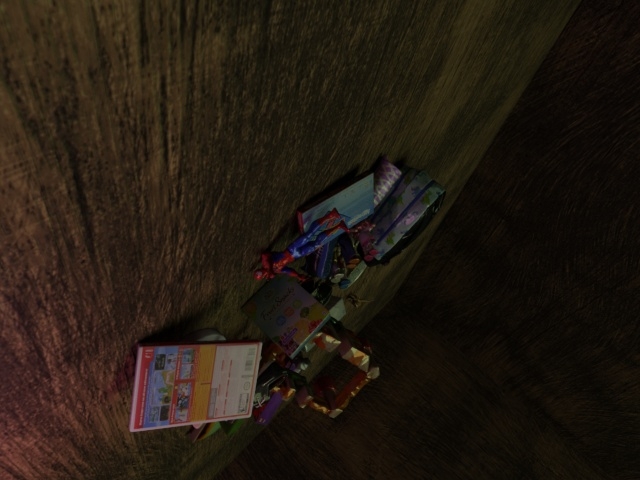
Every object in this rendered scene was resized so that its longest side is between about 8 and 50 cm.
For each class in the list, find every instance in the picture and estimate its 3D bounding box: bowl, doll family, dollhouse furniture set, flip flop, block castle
[{"bbox_3d":[0.121,0.117,1.879,0.170,0.080,0.170,-44,162,-18],"label":"bowl"},{"bbox_3d":[0.067,0.026,1.431,0.118,0.163,0.263,9,137,-32],"label":"doll family"},{"bbox_3d":[-0.354,0.703,1.740,0.197,0.151,0.302,-2,130,-54],"label":"dollhouse furniture set"},{"bbox_3d":[0.056,0.064,1.602,0.080,0.112,0.277,-9,145,-26],"label":"flip flop"},{"bbox_3d":[-0.038,0.406,1.574,0.453,0.213,0.303,34,103,-30],"label":"block castle"}]

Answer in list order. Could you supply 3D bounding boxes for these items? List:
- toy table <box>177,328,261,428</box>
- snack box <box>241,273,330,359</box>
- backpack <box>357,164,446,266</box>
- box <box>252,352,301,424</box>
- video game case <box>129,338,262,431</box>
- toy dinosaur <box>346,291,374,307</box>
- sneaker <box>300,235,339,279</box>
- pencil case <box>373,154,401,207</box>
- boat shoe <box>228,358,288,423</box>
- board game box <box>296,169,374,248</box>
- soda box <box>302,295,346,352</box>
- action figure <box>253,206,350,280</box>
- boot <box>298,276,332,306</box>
[{"bbox_3d":[-0.302,0.363,1.221,0.252,0.161,0.274,-51,163,4],"label":"toy table"},{"bbox_3d":[-0.102,0.218,1.330,0.174,0.207,0.070,-46,162,-16],"label":"snack box"},{"bbox_3d":[0.301,-0.102,1.651,0.290,0.273,0.355,-30,176,-42],"label":"backpack"},{"bbox_3d":[-0.194,0.564,1.811,0.057,0.201,0.293,27,99,-28],"label":"box"},{"bbox_3d":[-0.286,0.334,1.046,0.285,0.025,0.204,5,100,-29],"label":"video game case"},{"bbox_3d":[0.208,0.341,2.489,0.064,0.112,0.211,-57,162,19],"label":"toy dinosaur"},{"bbox_3d":[0.000,0.000,1.370,0.081,0.090,0.233,1,105,-66],"label":"sneaker"},{"bbox_3d":[0.167,-0.167,1.423,0.206,0.088,0.086,-52,-153,3],"label":"pencil case"},{"bbox_3d":[-0.184,0.445,1.295,0.233,0.079,0.084,-40,164,-45],"label":"boat shoe"},{"bbox_3d":[0.051,-0.083,1.274,0.281,0.027,0.145,-32,134,-31],"label":"board game box"},{"bbox_3d":[-0.012,0.356,1.952,0.286,0.098,0.091,-38,124,-37],"label":"soda box"},{"bbox_3d":[-0.050,0.041,1.148,0.280,0.139,0.091,-31,128,6],"label":"action figure"},{"bbox_3d":[-0.022,0.196,1.687,0.236,0.085,0.179,-36,155,-37],"label":"boot"}]
